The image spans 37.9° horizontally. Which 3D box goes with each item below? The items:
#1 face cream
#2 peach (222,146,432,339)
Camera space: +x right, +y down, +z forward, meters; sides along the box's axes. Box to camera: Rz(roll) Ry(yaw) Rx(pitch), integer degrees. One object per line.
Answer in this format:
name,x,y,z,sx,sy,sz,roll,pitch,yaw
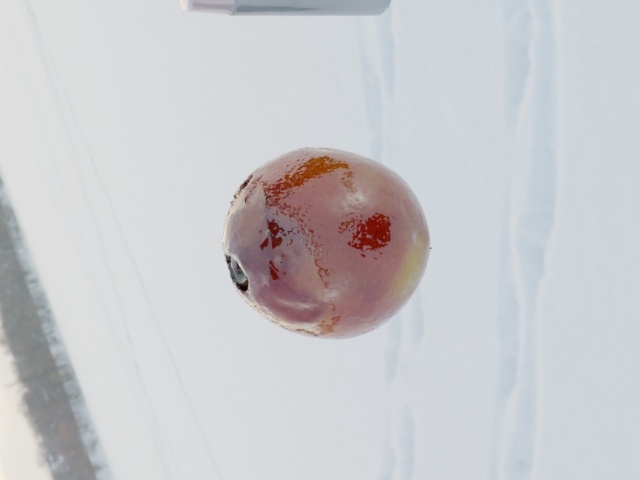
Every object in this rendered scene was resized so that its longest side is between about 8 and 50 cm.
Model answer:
face cream,-0.047,-0.322,1.156,0.073,0.269,0.107,113,146,-48
peach,0.000,0.000,1.180,0.238,0.281,0.281,-48,60,44
